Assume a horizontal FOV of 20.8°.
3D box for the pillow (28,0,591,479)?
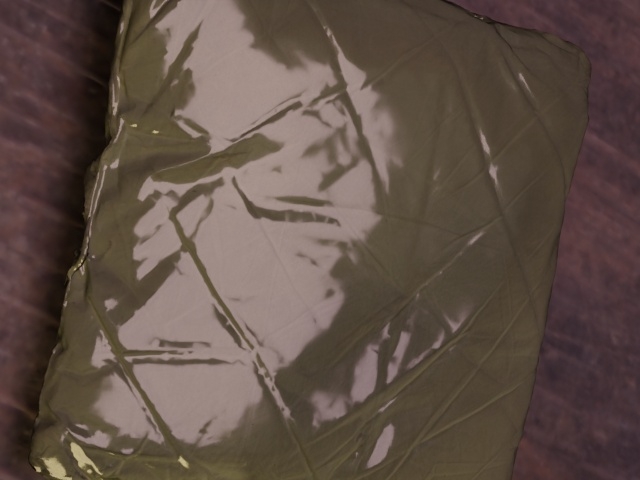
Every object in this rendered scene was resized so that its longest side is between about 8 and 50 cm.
[{"bbox_3d":[0.001,-0.001,0.885,0.274,0.076,0.280,13,84,-28],"label":"pillow"}]
